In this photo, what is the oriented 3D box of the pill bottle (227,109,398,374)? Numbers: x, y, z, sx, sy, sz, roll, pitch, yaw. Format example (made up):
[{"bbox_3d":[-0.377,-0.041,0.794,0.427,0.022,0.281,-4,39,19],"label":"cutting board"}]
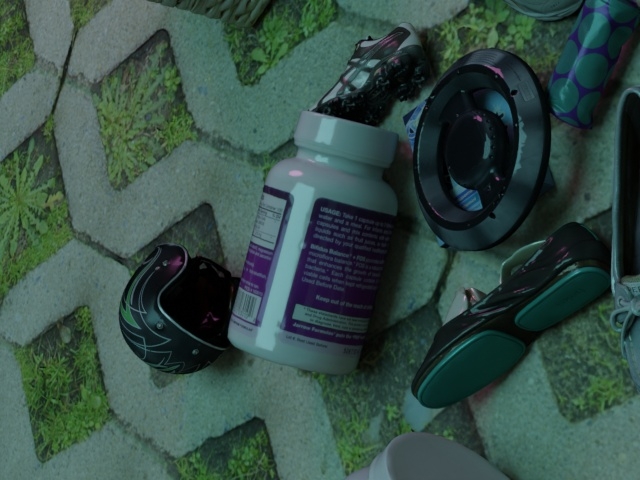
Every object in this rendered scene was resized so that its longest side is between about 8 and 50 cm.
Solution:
[{"bbox_3d":[0.000,0.000,1.938,0.169,0.169,0.302,19,96,50],"label":"pill bottle"}]

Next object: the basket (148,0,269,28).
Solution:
[{"bbox_3d":[-0.169,-0.526,2.187,0.331,0.266,0.328,-54,46,27],"label":"basket"}]

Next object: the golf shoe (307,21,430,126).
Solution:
[{"bbox_3d":[0.058,-0.202,2.002,0.198,0.077,0.094,-28,50,35],"label":"golf shoe"}]

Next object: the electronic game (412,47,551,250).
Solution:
[{"bbox_3d":[0.178,-0.102,1.779,0.229,0.048,0.229,-13,74,55],"label":"electronic game"}]

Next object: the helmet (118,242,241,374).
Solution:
[{"bbox_3d":[-0.194,0.100,2.146,0.169,0.169,0.162,1,66,50],"label":"helmet"}]

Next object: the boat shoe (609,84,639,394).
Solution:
[{"bbox_3d":[0.337,0.005,1.589,0.118,0.103,0.321,-5,77,49],"label":"boat shoe"}]

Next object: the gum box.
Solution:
[{"bbox_3d":[0.181,-0.105,1.847,0.157,0.041,0.184,-38,55,38],"label":"gum box"}]

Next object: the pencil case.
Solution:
[{"bbox_3d":[0.295,-0.198,1.713,0.064,0.070,0.152,41,113,49],"label":"pencil case"}]

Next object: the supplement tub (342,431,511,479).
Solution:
[{"bbox_3d":[0.070,0.394,1.702,0.331,0.241,0.241,-56,45,24],"label":"supplement tub"}]

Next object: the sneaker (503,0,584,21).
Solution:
[{"bbox_3d":[0.198,-0.320,1.819,0.262,0.121,0.099,23,99,50],"label":"sneaker"}]

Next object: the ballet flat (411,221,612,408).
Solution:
[{"bbox_3d":[0.206,0.078,1.746,0.280,0.095,0.096,-39,43,25],"label":"ballet flat"}]
